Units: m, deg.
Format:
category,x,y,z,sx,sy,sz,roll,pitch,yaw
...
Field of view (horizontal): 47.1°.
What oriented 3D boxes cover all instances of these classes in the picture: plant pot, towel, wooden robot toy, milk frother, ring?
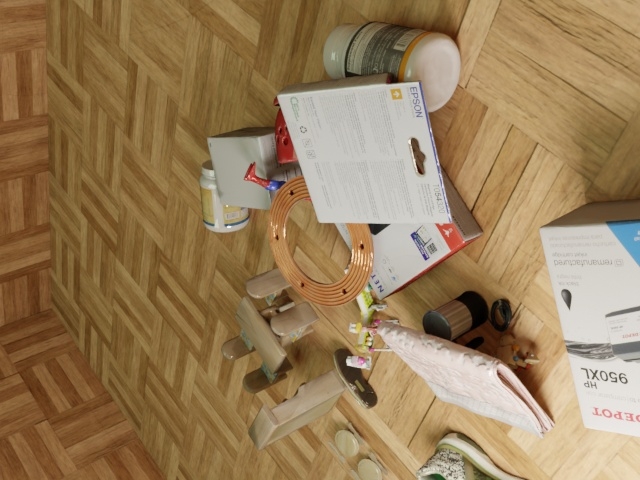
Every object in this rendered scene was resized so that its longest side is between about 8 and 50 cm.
category,x,y,z,sx,sy,sz,roll,pitch,yaw
plant pot,-0.024,-0.285,1.799,0.191,0.191,0.174,-5,97,53
towel,0.317,0.308,1.633,0.332,0.053,0.317,12,152,49
wooden robot toy,0.415,0.245,1.628,0.173,0.076,0.079,-27,50,54
milk frother,0.328,0.175,1.624,0.129,0.134,0.143,55,141,17
ring,0.000,0.000,1.809,0.336,0.032,0.337,16,115,39

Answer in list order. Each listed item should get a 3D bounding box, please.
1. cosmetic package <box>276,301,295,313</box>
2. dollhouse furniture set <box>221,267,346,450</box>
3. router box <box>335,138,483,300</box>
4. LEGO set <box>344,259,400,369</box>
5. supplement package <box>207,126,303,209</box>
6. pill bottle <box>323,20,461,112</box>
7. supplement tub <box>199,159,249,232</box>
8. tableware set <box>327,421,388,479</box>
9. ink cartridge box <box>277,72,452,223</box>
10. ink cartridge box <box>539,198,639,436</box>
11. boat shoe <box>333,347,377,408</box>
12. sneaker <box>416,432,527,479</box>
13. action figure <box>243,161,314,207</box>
category,x,y,z,sx,sy,sz,roll,pitch,yaw
cosmetic package,-0.098,0.251,2.265,0.041,0.060,0.115,-6,104,54
dollhouse furniture set,-0.157,0.354,2.119,0.394,0.256,0.362,53,143,22
router box,0.170,-0.074,1.708,0.301,0.082,0.335,-42,74,43
LEGO set,0.138,0.189,1.902,0.107,0.132,0.287,-5,80,36
supplement package,-0.173,-0.206,2.060,0.262,0.145,0.204,9,114,50
pill bottle,0.145,-0.376,1.558,0.278,0.162,0.162,26,127,43
supplement tub,-0.294,-0.140,2.246,0.144,0.144,0.200,24,125,43
tableware set,0.120,0.646,2.206,0.194,0.039,0.128,50,128,14
ink cartridge box,0.102,-0.185,1.544,0.330,0.071,0.324,1,125,29
ink cartridge box,0.576,0.134,1.262,0.285,0.166,0.395,-4,105,53
boat shoe,0.088,0.401,2.104,0.190,0.068,0.072,61,155,10
sneaker,0.392,0.631,1.731,0.410,0.182,0.158,27,127,41
action figure,-0.041,-0.158,1.899,0.139,0.280,0.091,-65,13,-2
